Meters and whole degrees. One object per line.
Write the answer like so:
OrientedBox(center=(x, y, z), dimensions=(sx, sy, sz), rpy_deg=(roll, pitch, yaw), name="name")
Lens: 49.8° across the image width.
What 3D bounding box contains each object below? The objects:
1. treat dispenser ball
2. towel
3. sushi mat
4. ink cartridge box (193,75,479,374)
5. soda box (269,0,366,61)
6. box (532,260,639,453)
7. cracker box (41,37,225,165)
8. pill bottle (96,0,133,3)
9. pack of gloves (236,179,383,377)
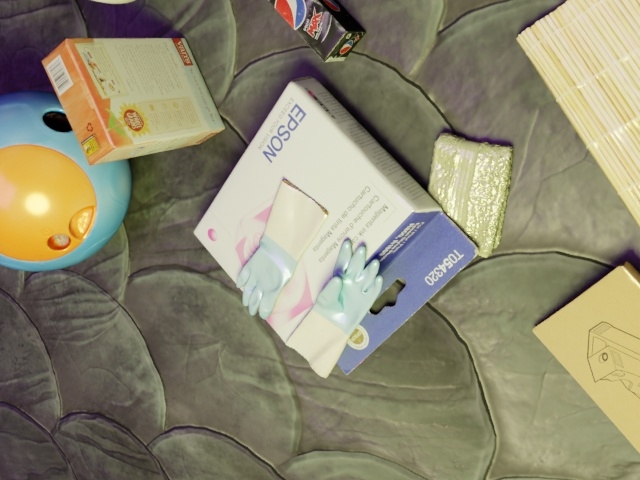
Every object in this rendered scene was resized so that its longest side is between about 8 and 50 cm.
OrientedBox(center=(-0.451, -0.094, 1.106), dimensions=(0.288, 0.288, 0.288), rpy_deg=(9, 108, 29), name="treat dispenser ball")
OrientedBox(center=(0.187, -0.059, 0.888), dimensions=(0.110, 0.027, 0.148), rpy_deg=(17, 112, 25), name="towel")
OrientedBox(center=(0.364, -0.140, 0.764), dimensions=(0.151, 0.019, 0.316), rpy_deg=(-35, 85, 32), name="sushi mat")
OrientedBox(center=(0.000, 0.000, 0.978), dimensions=(0.330, 0.071, 0.324), rpy_deg=(48, 127, 12), name="ink cartridge box")
OrientedBox(center=(-0.020, -0.316, 0.919), dimensions=(0.169, 0.060, 0.053), rpy_deg=(49, 123, 10), name="soda box")
OrientedBox(center=(0.369, 0.144, 0.807), dimensions=(0.201, 0.021, 0.164), rpy_deg=(50, 139, 13), name="box")
OrientedBox(center=(-0.259, -0.206, 0.991), dimensions=(0.067, 0.232, 0.156), rpy_deg=(-24, 91, 35), name="cracker box")
OrientedBox(center=(-0.283, -0.546, 0.915), dimensions=(0.224, 0.224, 0.392), rpy_deg=(40, 120, 16), name="pill bottle")
OrientedBox(center=(-0.030, 0.065, 0.955), dimensions=(0.195, 0.046, 0.232), rpy_deg=(37, 125, 14), name="pack of gloves")
